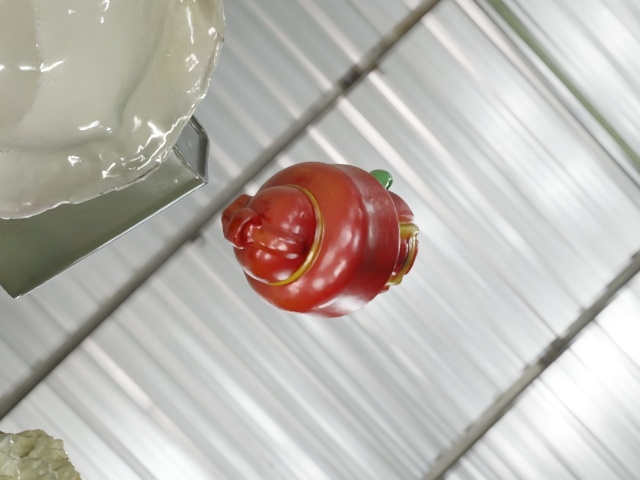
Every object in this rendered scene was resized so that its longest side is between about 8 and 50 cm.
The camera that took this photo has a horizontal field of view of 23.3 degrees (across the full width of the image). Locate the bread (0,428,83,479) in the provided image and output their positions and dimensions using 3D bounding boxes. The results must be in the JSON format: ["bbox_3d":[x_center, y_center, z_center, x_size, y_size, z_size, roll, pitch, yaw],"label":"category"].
[{"bbox_3d":[-0.340,0.328,1.524,0.270,0.211,0.316,-67,159,2],"label":"bread"}]

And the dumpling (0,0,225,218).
[{"bbox_3d":[-0.208,-0.201,1.212,0.260,0.341,0.181,-9,177,-12],"label":"dumpling"}]

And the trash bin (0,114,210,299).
[{"bbox_3d":[-0.248,-0.073,1.546,0.240,0.164,0.122,-27,-149,15],"label":"trash bin"}]

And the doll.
[{"bbox_3d":[0.000,0.000,1.770,0.363,0.160,0.182,8,109,-59],"label":"doll"}]
